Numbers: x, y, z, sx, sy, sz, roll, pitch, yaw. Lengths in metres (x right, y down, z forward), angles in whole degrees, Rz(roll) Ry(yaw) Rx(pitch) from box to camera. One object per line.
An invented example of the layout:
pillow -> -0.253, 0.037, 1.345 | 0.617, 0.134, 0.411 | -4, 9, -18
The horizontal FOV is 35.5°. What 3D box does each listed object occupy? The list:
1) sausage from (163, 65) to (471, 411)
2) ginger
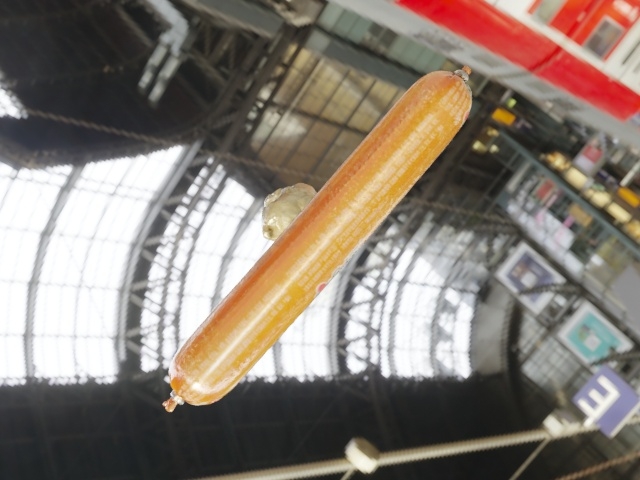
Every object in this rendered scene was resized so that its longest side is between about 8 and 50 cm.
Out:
sausage -> 0.000, 0.000, 0.762 | 0.053, 0.348, 0.053 | 42, 180, 0
ginger -> -0.032, -0.035, 1.133 | 0.051, 0.069, 0.173 | 60, -175, -6
